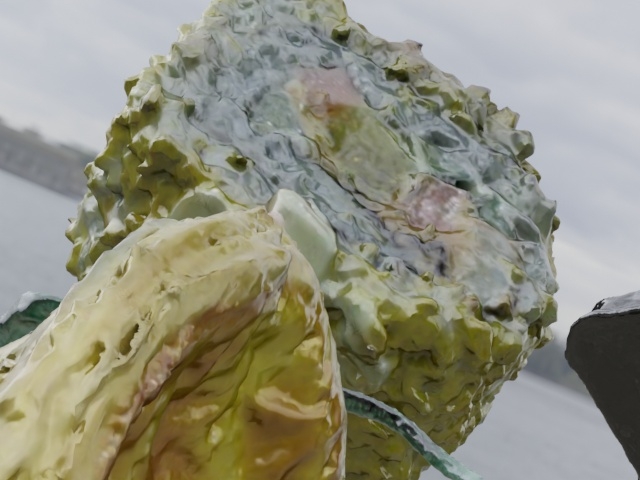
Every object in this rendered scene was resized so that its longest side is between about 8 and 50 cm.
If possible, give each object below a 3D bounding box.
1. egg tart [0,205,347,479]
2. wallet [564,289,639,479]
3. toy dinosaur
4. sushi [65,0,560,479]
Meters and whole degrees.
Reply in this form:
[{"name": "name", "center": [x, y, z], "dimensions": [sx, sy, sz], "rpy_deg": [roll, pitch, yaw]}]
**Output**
[{"name": "egg tart", "center": [-0.099, 0.140, 0.836], "dimensions": [0.132, 0.341, 0.341], "rpy_deg": [10, -7, 26]}, {"name": "wallet", "center": [0.299, 0.169, 1.092], "dimensions": [0.197, 0.051, 0.378], "rpy_deg": [-15, -65, 37]}, {"name": "toy dinosaur", "center": [-0.041, 0.111, 1.115], "dimensions": [0.383, 0.076, 0.129], "rpy_deg": [10, -32, 31]}, {"name": "sushi", "center": [0.000, 0.000, 1.465], "dimensions": [0.396, 0.240, 0.351], "rpy_deg": [36, 38, 5]}]
